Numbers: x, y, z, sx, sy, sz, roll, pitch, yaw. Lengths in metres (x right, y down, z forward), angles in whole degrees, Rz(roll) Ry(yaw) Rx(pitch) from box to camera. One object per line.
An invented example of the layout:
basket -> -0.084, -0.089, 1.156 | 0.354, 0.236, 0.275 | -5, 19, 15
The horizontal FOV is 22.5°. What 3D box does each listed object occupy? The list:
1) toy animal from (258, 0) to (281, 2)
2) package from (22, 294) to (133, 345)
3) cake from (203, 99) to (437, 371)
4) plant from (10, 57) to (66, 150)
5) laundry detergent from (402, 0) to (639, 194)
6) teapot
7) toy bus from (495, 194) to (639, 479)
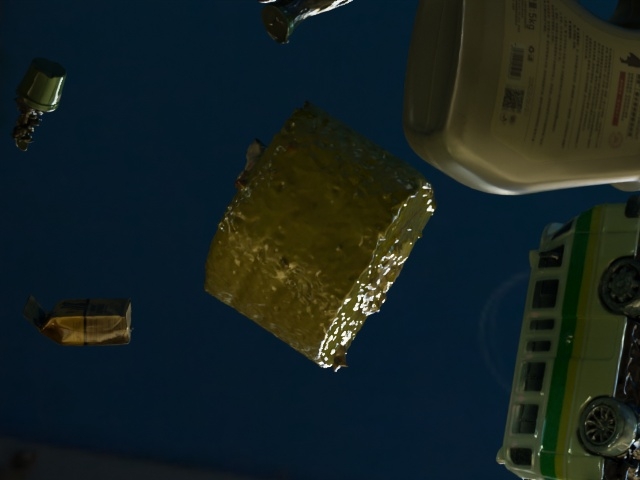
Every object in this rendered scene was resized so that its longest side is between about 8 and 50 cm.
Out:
toy animal -> -0.054, -0.252, 1.310 | 0.179, 0.089, 0.188 | -32, -46, -28
package -> -0.296, 0.099, 1.973 | 0.131, 0.071, 0.047 | 0, -72, -5
cake -> 0.000, 0.000, 1.355 | 0.156, 0.179, 0.260 | 34, -2, 11
plant -> -0.313, -0.147, 1.756 | 0.051, 0.051, 0.102 | 16, -64, -23
laundry detergent -> 0.190, -0.118, 1.141 | 0.253, 0.091, 0.181 | 4, -84, -25
teapot -> -0.003, -0.196, 1.286 | 0.043, 0.111, 0.043 | 28, -41, 28
toy bus -> 0.266, 0.104, 1.503 | 0.134, 0.276, 0.165 | 21, -16, -40
